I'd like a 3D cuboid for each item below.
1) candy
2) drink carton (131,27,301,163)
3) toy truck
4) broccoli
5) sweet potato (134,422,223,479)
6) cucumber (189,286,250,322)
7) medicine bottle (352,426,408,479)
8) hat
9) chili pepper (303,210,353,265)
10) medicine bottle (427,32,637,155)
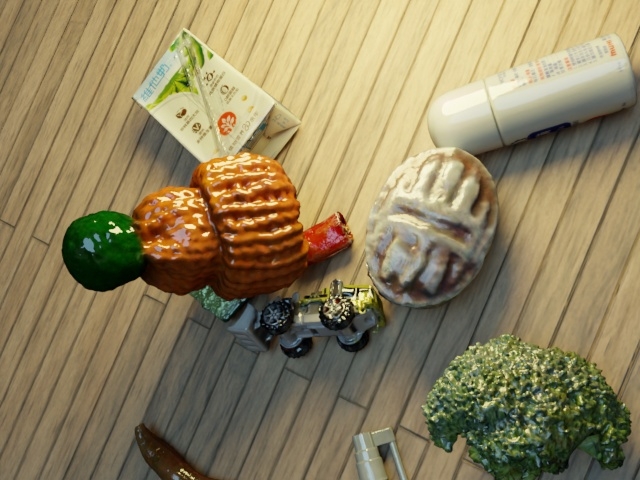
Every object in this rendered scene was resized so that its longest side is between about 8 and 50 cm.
[{"bbox_3d":[0.191,-0.016,1.176,0.214,0.157,0.289,24,81,11],"label":"candy"},{"bbox_3d":[-0.218,-0.273,1.412,0.324,0.132,0.194,42,97,26],"label":"drink carton"},{"bbox_3d":[-0.023,0.144,1.246,0.286,0.136,0.111,-8,54,18],"label":"toy truck"},{"bbox_3d":[0.314,0.260,1.022,0.288,0.260,0.235,22,73,23],"label":"broccoli"},{"bbox_3d":[-0.277,0.452,1.322,0.255,0.058,0.078,24,68,21],"label":"sweet potato"},{"bbox_3d":[-0.195,0.099,1.361,0.116,0.062,0.115,45,99,14],"label":"cucumber"},{"bbox_3d":[0.116,0.442,1.165,0.092,0.061,0.220,-14,72,-6],"label":"medicine bottle"},{"bbox_3d":[-0.225,0.021,1.175,0.400,0.285,0.285,-26,65,-24],"label":"hat"},{"bbox_3d":[0.000,0.000,1.299,0.123,0.073,0.070,-27,29,13],"label":"chili pepper"},{"bbox_3d":[0.354,-0.240,1.169,0.341,0.130,0.130,-16,73,18],"label":"medicine bottle"}]
